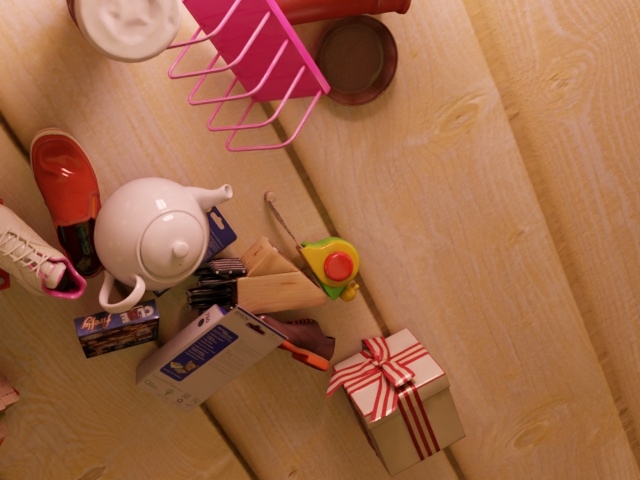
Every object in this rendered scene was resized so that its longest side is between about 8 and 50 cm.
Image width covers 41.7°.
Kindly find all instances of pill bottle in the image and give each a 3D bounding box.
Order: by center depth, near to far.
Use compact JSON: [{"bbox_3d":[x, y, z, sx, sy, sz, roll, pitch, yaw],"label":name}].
[{"bbox_3d":[-0.360,-0.427,1.500,0.176,0.318,0.176,-7,112,-18],"label":"pill bottle"}]

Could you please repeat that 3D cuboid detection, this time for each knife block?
[{"bbox_3d":[-0.158,0.125,1.931,0.242,0.088,0.275,-46,119,2],"label":"knife block"}]

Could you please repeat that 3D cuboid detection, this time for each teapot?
[{"bbox_3d":[-0.324,0.002,1.695,0.252,0.187,0.256,-5,109,-34],"label":"teapot"}]

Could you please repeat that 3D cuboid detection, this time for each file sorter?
[{"bbox_3d":[-0.161,-0.329,1.620,0.291,0.202,0.182,53,52,-38],"label":"file sorter"}]

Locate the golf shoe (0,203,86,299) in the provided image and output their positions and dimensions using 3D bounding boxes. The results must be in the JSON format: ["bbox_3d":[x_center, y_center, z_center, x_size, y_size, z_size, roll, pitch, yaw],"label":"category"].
[{"bbox_3d":[-0.567,0.022,1.618,0.115,0.140,0.306,-62,145,-17],"label":"golf shoe"}]

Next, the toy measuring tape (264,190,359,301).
[{"bbox_3d":[0.000,0.000,1.937,0.121,0.121,0.330,-35,107,-5],"label":"toy measuring tape"}]

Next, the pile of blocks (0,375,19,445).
[{"bbox_3d":[-0.749,0.416,1.828,0.112,0.149,0.362,-17,138,-62],"label":"pile of blocks"}]

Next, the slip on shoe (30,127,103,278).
[{"bbox_3d":[-0.505,-0.070,1.714,0.123,0.101,0.331,-14,114,-13],"label":"slip on shoe"}]

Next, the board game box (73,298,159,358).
[{"bbox_3d":[-0.427,0.190,1.782,0.165,0.243,0.042,-14,76,-15],"label":"board game box"}]

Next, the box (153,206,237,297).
[{"bbox_3d":[-0.308,0.008,1.854,0.225,0.036,0.136,-36,119,-5],"label":"box"}]

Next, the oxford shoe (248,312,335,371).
[{"bbox_3d":[-0.066,0.219,2.003,0.271,0.097,0.098,37,72,-41],"label":"oxford shoe"}]

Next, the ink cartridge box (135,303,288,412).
[{"bbox_3d":[-0.247,0.254,1.897,0.332,0.065,0.165,-36,126,20],"label":"ink cartridge box"}]

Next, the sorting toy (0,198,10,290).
[{"bbox_3d":[-0.722,0.016,1.606,0.255,0.089,0.257,-20,121,-46],"label":"sorting toy"}]

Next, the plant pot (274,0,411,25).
[{"bbox_3d":[0.011,-0.547,1.641,0.265,0.272,0.272,-16,116,-6],"label":"plant pot"}]

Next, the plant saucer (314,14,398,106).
[{"bbox_3d":[0.074,-0.395,1.840,0.198,0.036,0.199,-8,113,-19],"label":"plant saucer"}]

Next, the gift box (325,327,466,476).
[{"bbox_3d":[0.177,0.400,2.075,0.276,0.255,0.258,-28,120,-12],"label":"gift box"}]
